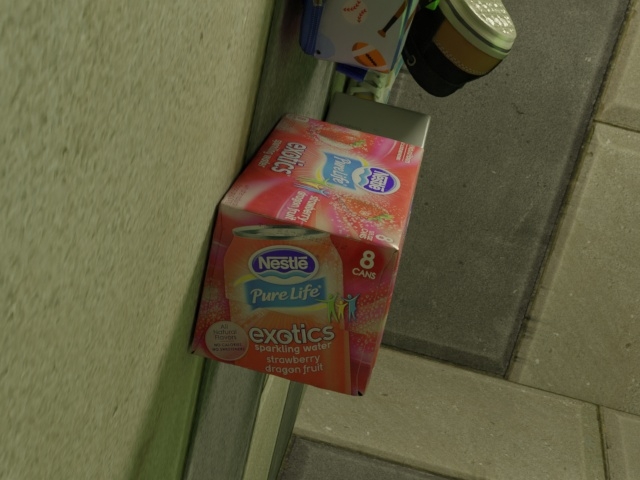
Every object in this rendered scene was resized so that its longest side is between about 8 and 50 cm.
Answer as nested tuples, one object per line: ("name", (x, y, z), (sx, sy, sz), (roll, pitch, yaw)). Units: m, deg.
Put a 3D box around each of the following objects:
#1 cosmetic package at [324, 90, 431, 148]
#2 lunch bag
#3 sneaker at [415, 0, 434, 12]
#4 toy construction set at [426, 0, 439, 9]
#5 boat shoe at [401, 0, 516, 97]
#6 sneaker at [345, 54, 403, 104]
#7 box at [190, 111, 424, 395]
("cosmetic package", (0.063, -0.092, 1.677), (0.151, 0.152, 0.183), (102, 4, -55))
("lunch bag", (0.054, -0.285, 1.064), (0.303, 0.115, 0.243), (-70, 176, -66))
("sneaker", (0.143, -0.329, 1.261), (0.283, 0.107, 0.124), (-23, -174, 40))
("toy construction set", (0.156, -0.440, 1.500), (0.327, 0.151, 0.215), (-49, 166, -13))
("boat shoe", (0.170, -0.388, 1.763), (0.156, 0.187, 0.500), (-49, -152, 27))
("sneaker", (0.090, -0.280, 1.885), (0.228, 0.088, 0.092), (98, 9, -48))
("box", (0.000, 0.000, 1.036), (0.300, 0.154, 0.142), (-65, 169, -68))
